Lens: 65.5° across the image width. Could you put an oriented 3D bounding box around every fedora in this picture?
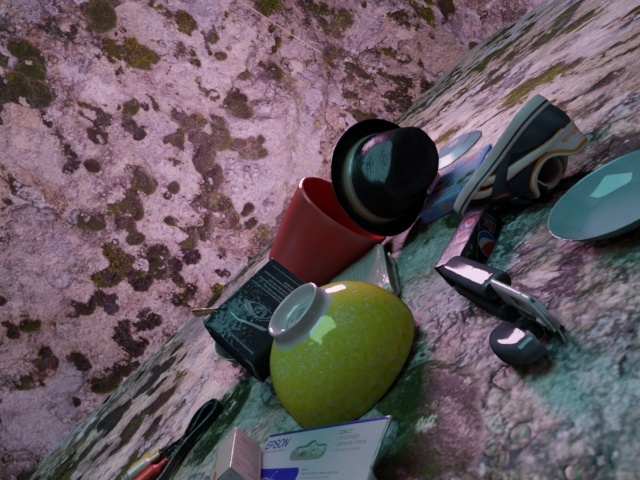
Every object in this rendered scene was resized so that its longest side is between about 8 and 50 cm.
[{"bbox_3d":[0.188,-0.179,1.249,0.334,0.334,0.153,-49,13,-31],"label":"fedora"}]

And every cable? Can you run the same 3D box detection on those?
[{"bbox_3d":[-0.350,0.490,1.183,0.287,0.072,0.139,-47,18,-21],"label":"cable"}]

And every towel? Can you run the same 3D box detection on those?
[{"bbox_3d":[0.092,0.112,1.148,0.187,0.049,0.282,-41,12,16],"label":"towel"}]

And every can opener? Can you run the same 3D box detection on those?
[{"bbox_3d":[0.231,0.089,0.693,0.095,0.076,0.283,-42,10,-1],"label":"can opener"}]

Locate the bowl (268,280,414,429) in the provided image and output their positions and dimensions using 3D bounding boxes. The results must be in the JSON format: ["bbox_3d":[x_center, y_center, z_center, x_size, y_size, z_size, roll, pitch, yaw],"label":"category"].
[{"bbox_3d":[0.003,0.166,0.876,0.289,0.156,0.289,-39,20,17],"label":"bowl"}]

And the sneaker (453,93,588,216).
[{"bbox_3d":[0.361,-0.115,0.931,0.126,0.127,0.321,-41,-15,-24],"label":"sneaker"}]

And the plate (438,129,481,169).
[{"bbox_3d":[0.423,-0.292,1.575,0.188,0.024,0.188,-41,11,10],"label":"plate"}]

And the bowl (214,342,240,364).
[{"bbox_3d":[-0.193,0.279,1.347,0.170,0.080,0.170,-16,35,12],"label":"bowl"}]

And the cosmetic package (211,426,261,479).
[{"bbox_3d":[-0.121,0.331,0.728,0.041,0.060,0.115,-45,7,1],"label":"cosmetic package"}]

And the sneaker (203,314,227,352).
[{"bbox_3d":[-0.131,0.201,1.242,0.319,0.127,0.208,11,43,38],"label":"sneaker"}]

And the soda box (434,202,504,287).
[{"bbox_3d":[0.273,0.007,0.904,0.060,0.053,0.169,-27,20,51],"label":"soda box"}]

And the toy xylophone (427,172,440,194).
[{"bbox_3d":[0.203,-0.116,1.523,0.323,0.081,0.236,-28,19,52],"label":"toy xylophone"}]

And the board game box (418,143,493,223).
[{"bbox_3d":[0.346,-0.143,1.247,0.160,0.039,0.211,-31,17,47],"label":"board game box"}]

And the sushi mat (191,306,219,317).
[{"bbox_3d":[-0.193,0.184,1.379,0.317,0.019,0.151,-6,-8,-10],"label":"sushi mat"}]

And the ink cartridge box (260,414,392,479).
[{"bbox_3d":[-0.050,0.376,0.612,0.304,0.072,0.307,-33,12,48],"label":"ink cartridge box"}]

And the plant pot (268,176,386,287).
[{"bbox_3d":[0.000,0.000,1.354,0.243,0.275,0.275,-54,6,24],"label":"plant pot"}]

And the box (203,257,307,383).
[{"bbox_3d":[-0.114,0.167,1.057,0.207,0.153,0.108,-43,-29,-21],"label":"box"}]

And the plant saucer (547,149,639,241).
[{"bbox_3d":[0.416,-0.055,0.692,0.195,0.037,0.195,-40,12,11],"label":"plant saucer"}]
